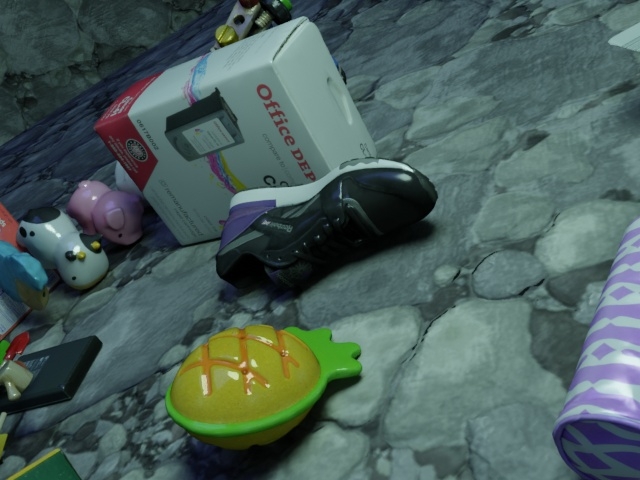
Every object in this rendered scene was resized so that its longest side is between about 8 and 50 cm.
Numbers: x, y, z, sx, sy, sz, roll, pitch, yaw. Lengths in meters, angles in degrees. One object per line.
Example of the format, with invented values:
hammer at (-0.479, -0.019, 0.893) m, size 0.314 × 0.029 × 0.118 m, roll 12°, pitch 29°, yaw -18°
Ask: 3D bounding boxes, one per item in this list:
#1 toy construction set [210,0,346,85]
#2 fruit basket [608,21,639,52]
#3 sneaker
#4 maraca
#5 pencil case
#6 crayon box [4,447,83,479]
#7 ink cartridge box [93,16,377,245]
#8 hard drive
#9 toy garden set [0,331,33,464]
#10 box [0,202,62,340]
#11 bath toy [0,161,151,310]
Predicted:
toy construction set at (-0.121, -0.276, 1.226) m, size 0.237 × 0.257 × 0.309 m, roll -44°, pitch 9°, yaw 0°
fruit basket at (0.501, -0.204, 0.606) m, size 0.327 × 0.165 × 0.353 m, roll -36°, pitch 45°, yaw -9°
sneaker at (0.000, 0.000, 0.790) m, size 0.283 × 0.107 × 0.124 m, roll -12°, pitch 48°, yaw 37°
maraca at (-0.048, 0.121, 0.625) m, size 0.186 × 0.099 × 0.127 m, roll -20°, pitch 30°, yaw -36°
pencil case at (0.224, 0.069, 0.467) m, size 0.088 × 0.086 × 0.206 m, roll 18°, pitch 53°, yaw 25°
crayon box at (-0.308, 0.275, 0.438) m, size 0.203 × 0.083 × 0.323 m, roll -38°, pitch -6°, yaw 19°
ink cartridge box at (-0.112, -0.133, 0.945) m, size 0.306 × 0.226 × 0.131 m, roll -11°, pitch 35°, yaw 33°
hard drive at (-0.353, 0.173, 0.898) m, size 0.135 × 0.022 × 0.094 m, roll -17°, pitch 31°, yaw 24°
toy garden set at (-0.384, 0.215, 0.780) m, size 0.204 × 0.049 × 0.244 m, roll -35°, pitch 29°, yaw 28°
box at (-0.573, 0.001, 1.084) m, size 0.142 × 0.300 × 0.154 m, roll -2°, pitch 41°, yaw 40°
bath toy at (-0.349, -0.038, 1.114) m, size 0.129 × 0.151 × 0.348 m, roll -37°, pitch 9°, yaw 48°
